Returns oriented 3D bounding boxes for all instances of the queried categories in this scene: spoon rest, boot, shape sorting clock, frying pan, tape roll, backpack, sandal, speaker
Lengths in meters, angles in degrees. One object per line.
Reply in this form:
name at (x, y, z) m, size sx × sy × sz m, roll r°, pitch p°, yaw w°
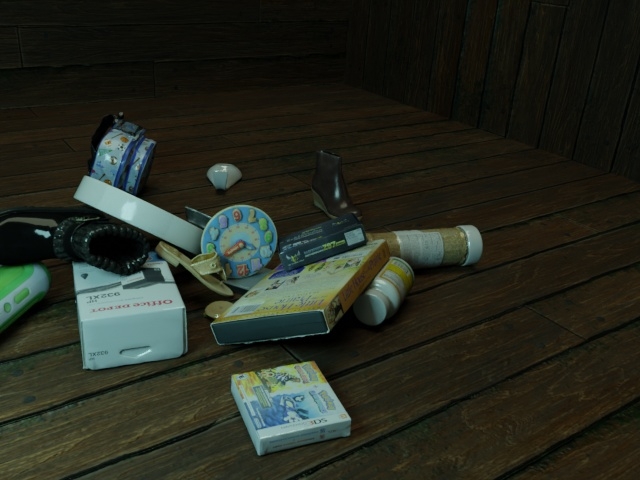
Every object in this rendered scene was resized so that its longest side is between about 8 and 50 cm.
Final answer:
spoon rest at (-0.370, -0.240, 2.481) m, size 0.137 × 0.084 × 0.276 m, roll 4°, pitch 11°, yaw -4°
boot at (-0.600, 0.007, 1.511) m, size 0.348 × 0.131 × 0.260 m, roll -15°, pitch 28°, yaw -38°
shape sorting clock at (-0.213, 0.005, 1.734) m, size 0.206 × 0.206 × 0.040 m, roll -6°, pitch 26°, yaw -20°
frying pan at (-0.290, -0.033, 1.879) m, size 0.197 × 0.053 × 0.326 m, roll 25°, pitch -6°, yaw 2°
tape roll at (-0.479, -0.061, 1.805) m, size 0.392 × 0.072 × 0.392 m, roll 24°, pitch -6°, yaw 3°
backpack at (-0.701, -0.266, 2.284) m, size 0.213 × 0.277 × 0.263 m, roll 19°, pitch 29°, yaw 0°
sandal at (-0.297, 0.056, 1.668) m, size 0.240 × 0.079 × 0.088 m, roll 35°, pitch 7°, yaw -24°
speaker at (-0.747, 0.145, 1.504) m, size 0.131 × 0.131 × 0.296 m, roll 8°, pitch 25°, yaw 8°
boot at (0.056, -0.187, 2.248) m, size 0.090 × 0.207 × 0.248 m, roll -16°, pitch 32°, yaw -37°

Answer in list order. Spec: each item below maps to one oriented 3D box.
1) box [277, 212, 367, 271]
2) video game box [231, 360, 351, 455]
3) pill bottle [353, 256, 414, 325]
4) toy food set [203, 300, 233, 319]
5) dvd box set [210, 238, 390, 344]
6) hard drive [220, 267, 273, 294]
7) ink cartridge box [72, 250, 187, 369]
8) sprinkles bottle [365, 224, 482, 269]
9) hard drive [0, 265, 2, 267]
box at (0.000, 0.000, 1.772) m, size 0.232 × 0.059 × 0.183 m, roll -19°, pitch 13°, yaw 0°
video game box at (-0.063, 0.327, 1.307) m, size 0.187 × 0.048 × 0.205 m, roll -4°, pitch 26°, yaw -23°
pill bottle at (0.159, 0.132, 1.680) m, size 0.117 × 0.118 × 0.208 m, roll 13°, pitch 26°, yaw 19°
toy food set at (-0.248, 0.176, 1.638) m, size 0.082 × 0.020 × 0.083 m, roll 19°, pitch 29°, yaw 29°
dvd box set at (-0.034, 0.119, 1.615) m, size 0.307 × 0.062 × 0.420 m, roll -11°, pitch 16°, yaw 28°
hard drive at (-0.198, 0.106, 1.794) m, size 0.094 × 0.022 × 0.135 m, roll 15°, pitch 27°, yaw 22°
ink cartridge box at (-0.451, 0.150, 1.530) m, size 0.223 × 0.129 × 0.307 m, roll -6°, pitch 26°, yaw -21°
sprinkles bottle at (0.294, 0.025, 1.927) m, size 0.355 × 0.121 × 0.121 m, roll -4°, pitch 26°, yaw -17°
hard drive at (-0.980, 0.028, 1.817) m, size 0.353 × 0.047 × 0.233 m, roll 13°, pitch 26°, yaw 17°
